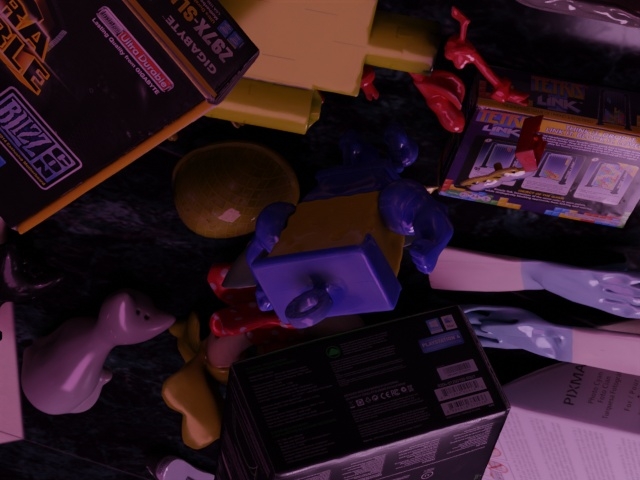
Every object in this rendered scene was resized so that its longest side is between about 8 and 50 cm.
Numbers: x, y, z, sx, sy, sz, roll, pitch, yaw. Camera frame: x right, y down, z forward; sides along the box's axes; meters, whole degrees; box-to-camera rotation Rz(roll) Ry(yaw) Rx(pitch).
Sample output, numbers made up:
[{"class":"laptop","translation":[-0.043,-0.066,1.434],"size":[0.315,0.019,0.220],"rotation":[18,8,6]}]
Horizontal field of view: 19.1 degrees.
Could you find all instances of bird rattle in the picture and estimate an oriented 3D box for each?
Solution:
[{"class":"bird rattle","translation":[-0.048,0.093,1.913],"size":[0.207,0.143,0.253],"rotation":[11,138,-30]}]

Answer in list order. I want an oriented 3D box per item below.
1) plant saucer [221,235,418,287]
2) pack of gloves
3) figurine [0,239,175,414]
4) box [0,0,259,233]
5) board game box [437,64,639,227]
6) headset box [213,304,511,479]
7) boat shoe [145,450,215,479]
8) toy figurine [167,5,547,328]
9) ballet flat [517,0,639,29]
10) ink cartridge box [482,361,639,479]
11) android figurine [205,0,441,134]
[{"class":"plant saucer","translation":[0.000,0.000,1.715],"size":[0.195,0.037,0.195],"rotation":[-14,-175,1]},{"class":"pack of gloves","translation":[0.226,0.056,1.851],"size":[0.232,0.046,0.195],"rotation":[9,151,13]},{"class":"figurine","translation":[-0.279,0.083,1.931],"size":[0.215,0.092,0.209],"rotation":[23,141,-28]},{"class":"box","translation":[-0.236,-0.184,1.352],"size":[0.257,0.079,0.322],"rotation":[-27,108,45]},{"class":"board game box","translation":[0.197,-0.079,1.610],"size":[0.170,0.048,0.141],"rotation":[10,147,-7]},{"class":"headset box","translation":[0.032,0.218,1.908],"size":[0.246,0.131,0.283],"rotation":[-14,148,-16]},{"class":"boat shoe","translation":[-0.162,0.289,2.291],"size":[0.040,0.049,0.142],"rotation":[26,166,38]},{"class":"toy figurine","translation":[-0.017,-0.023,1.521],"size":[0.362,0.217,0.191],"rotation":[-7,134,29]},{"class":"ballet flat","translation":[0.235,-0.191,1.417],"size":[0.213,0.072,0.068],"rotation":[12,176,-8]},{"class":"ink cartridge box","translation":[0.271,0.220,2.093],"size":[0.385,0.091,0.308],"rotation":[13,153,24]},{"class":"android figurine","translation":[-0.040,-0.199,1.368],"size":[0.273,0.056,0.248],"rotation":[11,119,-4]}]
